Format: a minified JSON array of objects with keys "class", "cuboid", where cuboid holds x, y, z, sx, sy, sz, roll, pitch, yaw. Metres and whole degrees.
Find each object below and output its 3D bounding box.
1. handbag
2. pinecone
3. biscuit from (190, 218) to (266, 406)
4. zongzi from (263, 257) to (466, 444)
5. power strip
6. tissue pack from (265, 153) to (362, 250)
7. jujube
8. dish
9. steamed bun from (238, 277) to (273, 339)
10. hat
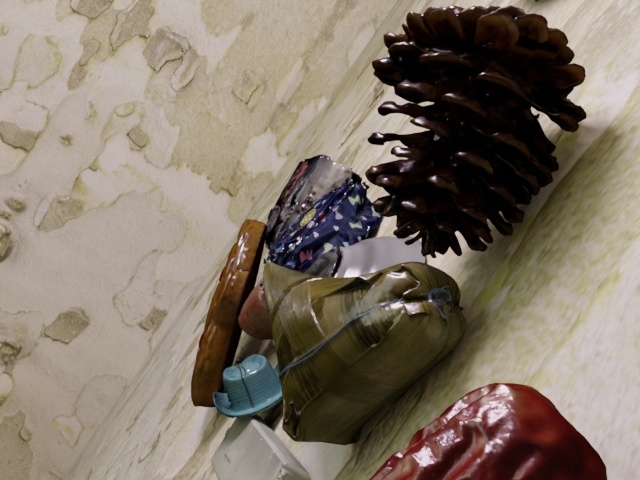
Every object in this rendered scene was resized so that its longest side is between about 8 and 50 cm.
[{"class":"handbag","cuboid":[0.000,0.000,1.291,0.260,0.113,0.162,-49,5,-36]},{"class":"pinecone","cuboid":[0.153,-0.119,0.817,0.292,0.246,0.246,-68,14,-7]},{"class":"biscuit","cuboid":[-0.192,0.140,1.512,0.350,0.070,0.394,106,179,-66]},{"class":"zongzi","cuboid":[0.032,0.062,0.858,0.251,0.125,0.274,-45,45,30]},{"class":"power strip","cuboid":[-0.094,0.325,1.050,0.106,0.043,0.367,-58,12,-9]},{"class":"tissue pack","cuboid":[-0.033,-0.063,1.635,0.245,0.123,0.332,-63,9,0]},{"class":"jujube","cuboid":[0.085,0.200,0.469,0.230,0.155,0.155,-47,12,-2]},{"class":"dish","cuboid":[0.015,0.103,1.057,0.316,0.106,0.316,-53,13,17]},{"class":"steamed bun","cuboid":[-0.071,0.110,1.384,0.175,0.106,0.145,-50,-1,-44]},{"class":"hat","cuboid":[-0.117,0.230,1.219,0.138,0.078,0.191,-27,5,-14]}]
